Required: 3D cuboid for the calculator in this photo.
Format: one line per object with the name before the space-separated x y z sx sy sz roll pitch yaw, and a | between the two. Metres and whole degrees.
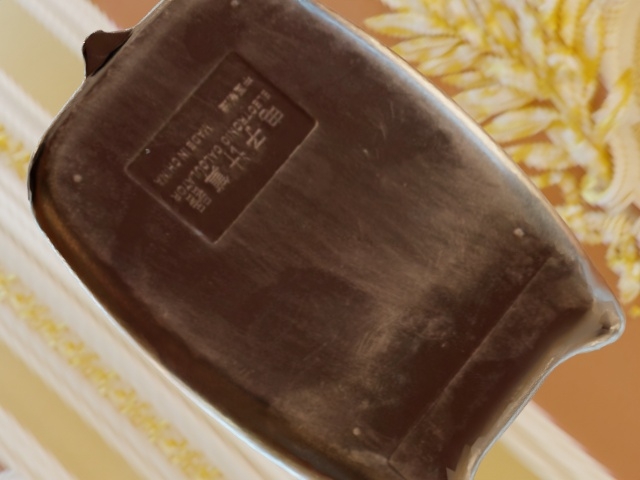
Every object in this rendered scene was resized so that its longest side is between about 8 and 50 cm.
calculator | 0.000 0.000 0.694 0.268 0.040 0.177 39 -102 -2
